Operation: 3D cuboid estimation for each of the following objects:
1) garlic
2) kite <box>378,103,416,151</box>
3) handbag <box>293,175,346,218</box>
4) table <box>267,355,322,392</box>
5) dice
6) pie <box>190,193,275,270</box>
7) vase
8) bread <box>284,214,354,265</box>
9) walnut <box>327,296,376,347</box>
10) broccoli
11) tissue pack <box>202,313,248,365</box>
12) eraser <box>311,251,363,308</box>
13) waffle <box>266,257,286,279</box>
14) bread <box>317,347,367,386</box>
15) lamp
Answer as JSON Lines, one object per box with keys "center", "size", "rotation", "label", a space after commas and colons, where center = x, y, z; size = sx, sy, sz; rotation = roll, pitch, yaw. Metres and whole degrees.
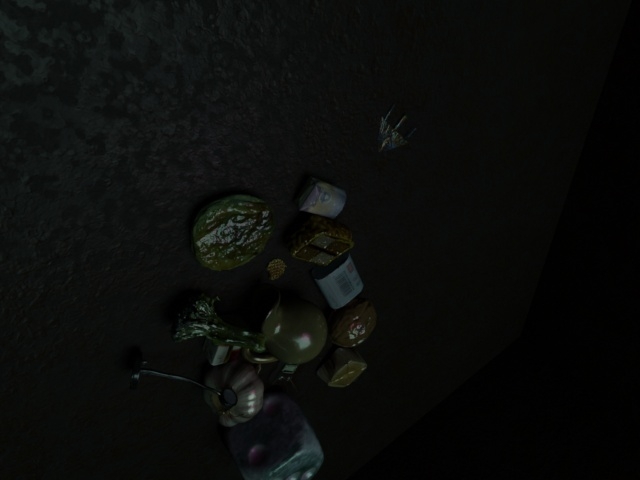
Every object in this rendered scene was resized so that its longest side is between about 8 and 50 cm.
{"center": [-0.302, 0.538, 1.552], "size": [0.253, 0.245, 0.245], "rotation": [-32, 145, -62], "label": "garlic"}
{"center": [0.254, -0.379, 1.454], "size": [0.183, 0.010, 0.160], "rotation": [27, 104, -44], "label": "kite"}
{"center": [0.007, -0.140, 1.372], "size": [0.173, 0.095, 0.117], "rotation": [14, 126, -39], "label": "handbag"}
{"center": [-0.098, 0.544, 1.773], "size": [0.122, 0.111, 0.240], "rotation": [24, 103, -46], "label": "table"}
{"center": [-0.209, 0.894, 1.779], "size": [0.348, 0.330, 0.327], "rotation": [-27, 134, -20], "label": "dice"}
{"center": [-0.264, -0.017, 1.240], "size": [0.277, 0.078, 0.277], "rotation": [-20, 130, -25], "label": "pie"}
{"center": [-0.164, 0.339, 1.498], "size": [0.302, 0.241, 0.329], "rotation": [30, 112, -37], "label": "vase"}
{"center": [0.000, 0.000, 1.431], "size": [0.181, 0.096, 0.222], "rotation": [-40, 145, 25], "label": "bread"}
{"center": [0.133, 0.348, 1.764], "size": [0.245, 0.198, 0.198], "rotation": [-43, 138, -6], "label": "walnut"}
{"center": [-0.313, 0.281, 1.296], "size": [0.304, 0.145, 0.164], "rotation": [23, 99, -13], "label": "broccoli"}
{"center": [-0.332, 0.345, 1.436], "size": [0.106, 0.099, 0.148], "rotation": [2, 118, -42], "label": "tissue pack"}
{"center": [0.072, 0.159, 1.653], "size": [0.174, 0.081, 0.227], "rotation": [-36, 138, -8], "label": "eraser"}
{"center": [-0.160, 0.101, 1.461], "size": [0.078, 0.016, 0.085], "rotation": [-41, 139, -14], "label": "waffle"}
{"center": [0.103, 0.616, 1.999], "size": [0.210, 0.110, 0.192], "rotation": [25, 109, -47], "label": "bread"}
{"center": [-0.456, 0.477, 1.349], "size": [0.371, 0.130, 0.108], "rotation": [31, 112, -32], "label": "lamp"}
